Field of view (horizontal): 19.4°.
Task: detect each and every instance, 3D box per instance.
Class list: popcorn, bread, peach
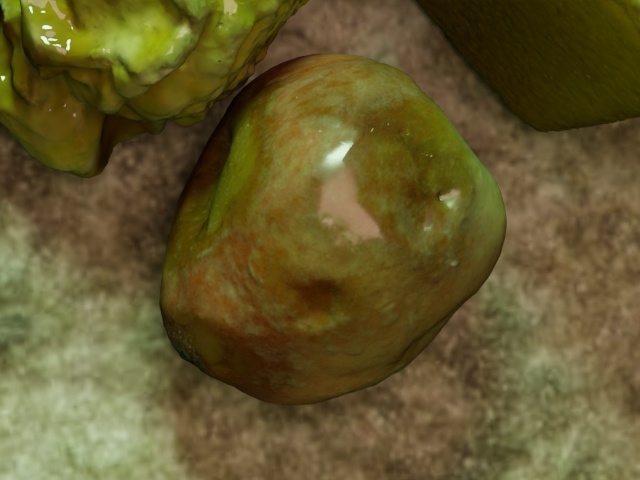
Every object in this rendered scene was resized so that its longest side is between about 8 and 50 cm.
[{"bbox_3d":[-0.095,-0.178,1.201,0.174,0.225,0.286,42,77,-5],"label":"popcorn"},{"bbox_3d":[0.144,-0.225,1.213,0.143,0.333,0.323,-41,99,-10],"label":"bread"},{"bbox_3d":[0.000,0.000,1.229,0.214,0.214,0.235,42,85,-9],"label":"peach"}]
